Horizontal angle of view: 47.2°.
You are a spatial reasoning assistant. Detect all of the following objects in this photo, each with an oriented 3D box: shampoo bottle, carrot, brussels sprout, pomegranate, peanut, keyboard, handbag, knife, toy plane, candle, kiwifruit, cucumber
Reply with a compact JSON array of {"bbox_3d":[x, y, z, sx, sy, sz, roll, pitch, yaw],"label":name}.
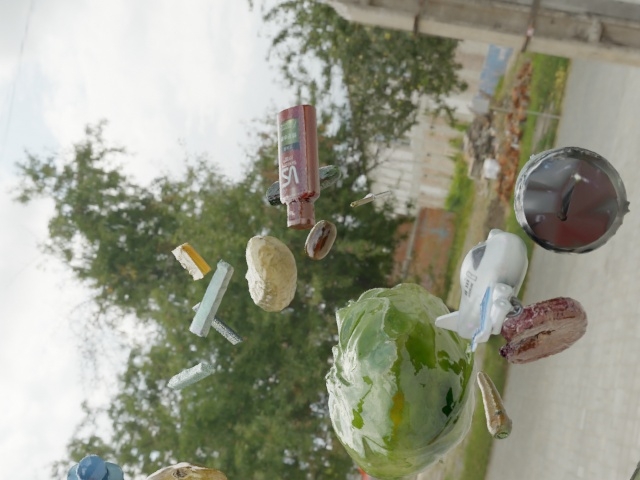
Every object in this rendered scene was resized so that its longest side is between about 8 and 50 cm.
[{"bbox_3d":[-0.056,-0.188,1.877,0.076,0.118,0.314,11,-107,-52],"label":"shampoo bottle"},{"bbox_3d":[0.543,0.506,2.343,0.298,0.078,0.078,-98,13,-54],"label":"carrot"},{"bbox_3d":[0.188,0.323,1.641,0.361,0.343,0.425,-137,44,-78],"label":"brussels sprout"},{"bbox_3d":[-0.296,0.584,1.559,0.233,0.233,0.233,12,-90,-82],"label":"pomegranate"},{"bbox_3d":[-0.424,0.461,1.394,0.258,0.104,0.061,111,160,-60],"label":"shampoo bottle"},{"bbox_3d":[-0.150,0.107,2.305,0.340,0.158,0.174,105,148,-60],"label":"peanut"},{"bbox_3d":[-0.312,0.255,2.225,0.055,0.176,0.014,-30,21,51],"label":"keyboard"},{"bbox_3d":[-0.280,0.045,1.586,0.027,0.083,0.061,-47,14,-30],"label":"handbag"},{"bbox_3d":[0.138,-0.119,2.028,0.256,0.046,0.022,-22,-85,-60],"label":"knife"},{"bbox_3d":[0.318,0.093,1.407,0.267,0.123,0.266,-165,90,-88],"label":"toy plane"},{"bbox_3d":[0.532,-0.095,1.588,0.342,0.222,0.221,-30,-48,-73],"label":"candle"},{"bbox_3d":[0.000,0.000,2.146,0.124,0.075,0.075,-61,-3,15],"label":"kiwifruit"},{"bbox_3d":[-0.047,-0.172,2.249,0.074,0.242,0.074,-18,-90,-76],"label":"cucumber"}]

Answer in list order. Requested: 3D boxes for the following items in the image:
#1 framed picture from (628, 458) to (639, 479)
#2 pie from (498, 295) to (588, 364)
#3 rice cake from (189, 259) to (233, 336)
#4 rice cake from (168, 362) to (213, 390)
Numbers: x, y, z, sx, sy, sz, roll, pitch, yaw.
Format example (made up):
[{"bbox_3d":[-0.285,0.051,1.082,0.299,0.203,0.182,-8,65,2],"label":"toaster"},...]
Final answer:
[{"bbox_3d":[0.703,0.422,1.424,0.231,0.010,0.173,-47,15,-23],"label":"framed picture"},{"bbox_3d":[0.480,0.198,1.588,0.218,0.205,0.054,53,-164,-51],"label":"pie"},{"bbox_3d":[-0.272,0.148,1.846,0.034,0.043,0.210,2,-64,-59],"label":"rice cake"},{"bbox_3d":[-0.307,0.320,1.723,0.171,0.033,0.029,-30,35,45],"label":"rice cake"}]
